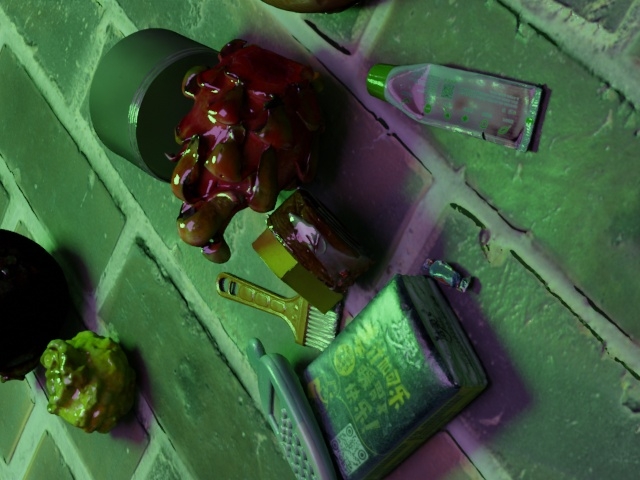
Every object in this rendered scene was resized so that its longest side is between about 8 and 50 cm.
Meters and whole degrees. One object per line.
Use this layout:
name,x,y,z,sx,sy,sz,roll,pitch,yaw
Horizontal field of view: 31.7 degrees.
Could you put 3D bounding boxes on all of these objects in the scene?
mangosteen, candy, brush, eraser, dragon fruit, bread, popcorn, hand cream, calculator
mangosteen,-0.644,0.121,2.223,0.313,0.296,0.297,127,138,-76
candy,0.169,0.043,1.500,0.030,0.020,0.083,-52,44,-3
brush,-0.076,0.099,1.775,0.314,0.017,0.090,18,101,48
eraser,-0.034,0.043,1.641,0.045,0.122,0.097,-45,44,4
dragon fruit,-0.120,-0.143,1.654,0.227,0.307,0.243,21,141,37
bread,0.000,0.000,1.592,0.073,0.160,0.160,-45,52,5
popcorn,-0.432,0.264,2.062,0.197,0.155,0.198,17,113,47
hand cream,0.175,-0.190,1.498,0.275,0.050,0.079,22,129,41
calculator,-0.040,0.266,1.647,0.184,0.042,0.295,96,150,-58

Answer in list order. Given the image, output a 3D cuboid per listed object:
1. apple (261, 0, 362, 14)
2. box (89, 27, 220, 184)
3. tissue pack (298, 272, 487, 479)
apple,-0.015,-0.453,1.602,0.271,0.206,0.252,16,96,49
box,-0.239,-0.214,1.818,0.149,0.226,0.226,31,110,45
tissue pack,0.090,0.191,1.533,0.257,0.081,0.185,-49,55,35
